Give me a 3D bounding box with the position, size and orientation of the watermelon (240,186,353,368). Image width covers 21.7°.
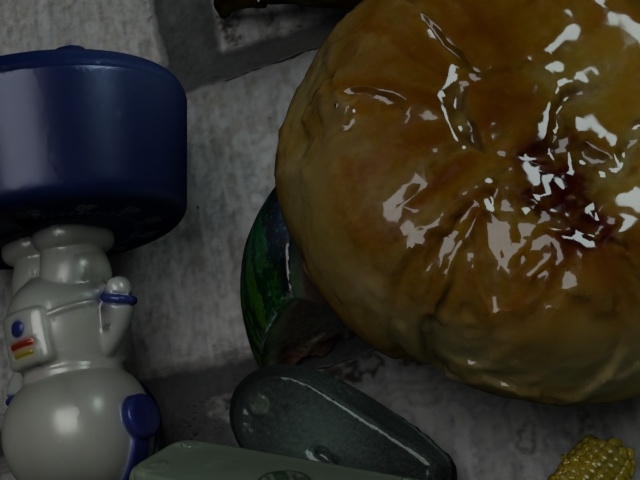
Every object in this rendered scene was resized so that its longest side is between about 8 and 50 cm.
[{"bbox_3d":[-0.020,-0.006,1.467,0.128,0.146,0.231,0,67,18],"label":"watermelon"}]

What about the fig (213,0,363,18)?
[{"bbox_3d":[0.010,-0.286,1.615,0.274,0.145,0.170,-27,56,19],"label":"fig"}]

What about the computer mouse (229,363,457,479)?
[{"bbox_3d":[0.026,0.186,1.403,0.229,0.068,0.113,35,98,17],"label":"computer mouse"}]

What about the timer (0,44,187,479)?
[{"bbox_3d":[-0.228,0.050,1.476,0.270,0.270,0.383,-12,76,12],"label":"timer"}]

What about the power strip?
[{"bbox_3d":[0.013,0.218,1.311,0.385,0.091,0.062,6,106,27],"label":"power strip"}]

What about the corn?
[{"bbox_3d":[0.177,0.242,1.324,0.067,0.067,0.206,32,78,28],"label":"corn"}]

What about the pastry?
[{"bbox_3d":[0.162,-0.047,1.355,0.410,0.245,0.409,1,62,-3],"label":"pastry"}]
